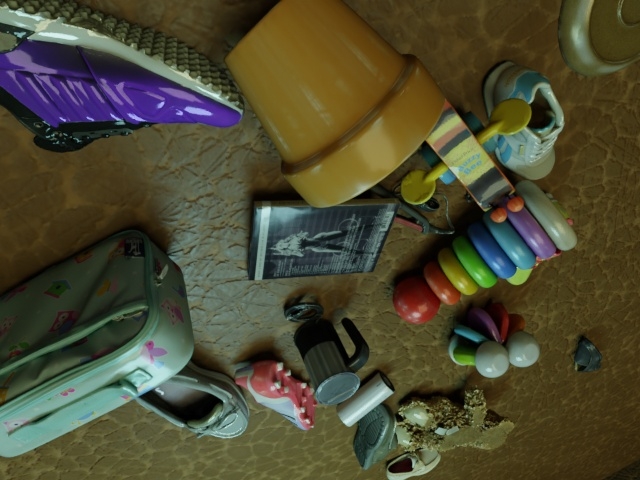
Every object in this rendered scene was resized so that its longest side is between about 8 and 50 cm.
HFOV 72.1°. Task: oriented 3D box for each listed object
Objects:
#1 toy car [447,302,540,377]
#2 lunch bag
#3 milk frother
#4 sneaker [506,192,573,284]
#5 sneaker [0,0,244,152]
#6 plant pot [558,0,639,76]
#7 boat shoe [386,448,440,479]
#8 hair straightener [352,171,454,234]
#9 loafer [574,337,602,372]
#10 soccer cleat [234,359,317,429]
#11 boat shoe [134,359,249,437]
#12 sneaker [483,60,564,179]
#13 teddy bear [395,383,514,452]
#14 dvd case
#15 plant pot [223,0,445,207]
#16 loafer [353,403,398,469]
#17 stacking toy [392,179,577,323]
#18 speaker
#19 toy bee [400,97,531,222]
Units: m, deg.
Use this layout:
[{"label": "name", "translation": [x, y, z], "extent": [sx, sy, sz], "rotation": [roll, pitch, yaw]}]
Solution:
[{"label": "toy car", "translation": [0.372, 0.210, 0.970], "extent": [0.182, 0.159, 0.136], "rotation": [-13, 93, -14]}, {"label": "lunch bag", "translation": [-0.299, 0.119, 0.548], "extent": [0.279, 0.224, 0.108], "rotation": [-28, 130, -1]}, {"label": "milk frother", "translation": [-0.002, 0.194, 0.787], "extent": [0.143, 0.135, 0.129], "rotation": [23, 112, -34]}, {"label": "sneaker", "translation": [0.424, 0.016, 0.868], "extent": [0.081, 0.094, 0.208], "rotation": [-9, 128, -19]}, {"label": "sneaker", "translation": [-0.234, -0.156, 0.468], "extent": [0.293, 0.102, 0.146], "rotation": [14, 122, -25]}, {"label": "plant pot", "translation": [0.467, -0.362, 0.655], "extent": [0.236, 0.032, 0.236], "rotation": [-11, 127, -15]}, {"label": "boat shoe", "translation": [0.269, 0.645, 1.275], "extent": [0.170, 0.063, 0.059], "rotation": [-25, 136, -4]}, {"label": "hair straightener", "translation": [0.145, -0.063, 0.718], "extent": [0.230, 0.047, 0.089], "rotation": [20, 113, -27]}, {"label": "loafer", "translation": [0.767, 0.339, 1.271], "extent": [0.061, 0.062, 0.170], "rotation": [-31, 129, 6]}, {"label": "soccer cleat", "translation": [-0.080, 0.314, 0.890], "extent": [0.095, 0.083, 0.248], "rotation": [-8, 138, 19]}, {"label": "boat shoe", "translation": [-0.228, 0.283, 0.774], "extent": [0.118, 0.103, 0.320], "rotation": [-30, 130, -1]}, {"label": "sneaker", "translation": [0.331, -0.169, 0.696], "extent": [0.087, 0.092, 0.228], "rotation": [-40, 131, 6]}, {"label": "teddy bear", "translation": [0.337, 0.477, 1.171], "extent": [0.338, 0.113, 0.245], "rotation": [-5, 118, -11]}, {"label": "dvd case", "translation": [0.000, 0.000, 0.693], "extent": [0.221, 0.018, 0.164], "rotation": [-3, 138, -16]}, {"label": "plant pot", "translation": [0.002, -0.174, 0.499], "extent": [0.205, 0.205, 0.188], "rotation": [-40, 114, 8]}, {"label": "loafer", "translation": [0.144, 0.475, 1.090], "extent": [0.087, 0.094, 0.251], "rotation": [-11, 137, -22]}, {"label": "stacking toy", "translation": [0.273, 0.040, 0.802], "extent": [0.330, 0.141, 0.141], "rotation": [-38, 130, 20]}, {"label": "speaker", "translation": [0.102, 0.363, 1.005], "extent": [0.136, 0.055, 0.055], "rotation": [-42, 129, 10]}, {"label": "toy bee", "translation": [0.231, -0.114, 0.639], "extent": [0.298, 0.162, 0.195], "rotation": [14, 126, -26]}]
